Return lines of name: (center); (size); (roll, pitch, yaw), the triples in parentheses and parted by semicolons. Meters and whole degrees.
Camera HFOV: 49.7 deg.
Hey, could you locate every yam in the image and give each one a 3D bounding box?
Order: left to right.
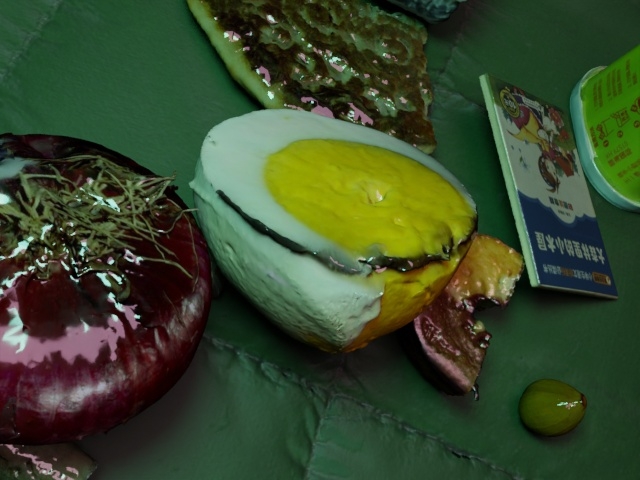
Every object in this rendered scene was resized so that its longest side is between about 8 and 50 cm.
yam: (-0.306, 0.188, 0.666); (0.179, 0.078, 0.078); (39, 61, -5)

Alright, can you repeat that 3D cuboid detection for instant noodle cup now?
instant noodle cup: (0.582, -0.215, 1.034); (0.293, 0.308, 0.294); (7, 67, -18)

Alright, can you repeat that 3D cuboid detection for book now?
book: (0.336, -0.077, 1.005); (0.228, 0.018, 0.323); (9, 64, -41)

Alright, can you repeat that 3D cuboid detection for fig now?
fig: (0.299, 0.211, 0.877); (0.073, 0.088, 0.074); (15, 64, -34)

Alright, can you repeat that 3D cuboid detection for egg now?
egg: (0.000, 0.000, 0.784); (0.336, 0.201, 0.337); (16, 30, -10)

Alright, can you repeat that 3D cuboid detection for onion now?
onion: (-0.257, 0.048, 0.644); (0.313, 0.232, 0.314); (15, 45, -15)

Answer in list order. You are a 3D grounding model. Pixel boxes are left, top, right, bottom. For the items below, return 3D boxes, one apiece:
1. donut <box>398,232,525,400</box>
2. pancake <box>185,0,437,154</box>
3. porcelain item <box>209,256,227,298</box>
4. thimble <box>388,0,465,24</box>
donut: (0.168, 0.083, 0.882); (0.141, 0.085, 0.217); (38, 60, -2)
pancake: (-0.015, -0.278, 0.990); (0.426, 0.067, 0.305); (24, 55, -9)
porcelain item: (-0.199, -0.006, 0.800); (0.213, 0.054, 0.084); (33, 62, -6)
thimble: (0.169, -0.460, 1.034); (0.157, 0.217, 0.246); (23, 68, -9)
